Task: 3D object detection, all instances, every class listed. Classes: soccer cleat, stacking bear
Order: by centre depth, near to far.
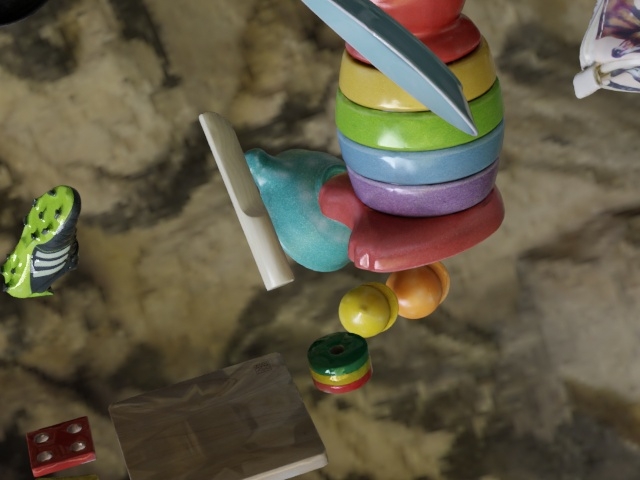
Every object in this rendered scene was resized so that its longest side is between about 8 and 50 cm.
[{"bbox_3d":[0.080,-0.145,1.620,0.175,0.164,0.289,-120,22,-60],"label":"stacking bear"},{"bbox_3d":[-0.287,0.000,1.965,0.072,0.179,0.060,3,-127,-33],"label":"soccer cleat"}]

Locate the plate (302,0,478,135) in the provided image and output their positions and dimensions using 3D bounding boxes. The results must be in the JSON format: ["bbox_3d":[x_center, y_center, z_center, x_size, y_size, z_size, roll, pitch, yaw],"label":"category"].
[{"bbox_3d":[0.049,-0.144,1.340,0.188,0.024,0.188,40,180,0],"label":"plate"}]

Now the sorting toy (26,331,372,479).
[{"bbox_3d":[-0.080,0.152,1.292,0.132,0.274,0.046,-120,16,-57],"label":"sorting toy"}]

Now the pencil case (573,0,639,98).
[{"bbox_3d":[0.317,-0.325,1.606,0.160,0.184,0.410,-163,78,-86],"label":"pencil case"}]

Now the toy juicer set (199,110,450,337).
[{"bbox_3d":[0.000,0.000,1.865,0.329,0.089,0.209,10,-116,-41],"label":"toy juicer set"}]

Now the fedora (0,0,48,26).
[{"bbox_3d":[-0.358,-0.414,2.078,0.334,0.152,0.334,5,-98,-43],"label":"fedora"}]
